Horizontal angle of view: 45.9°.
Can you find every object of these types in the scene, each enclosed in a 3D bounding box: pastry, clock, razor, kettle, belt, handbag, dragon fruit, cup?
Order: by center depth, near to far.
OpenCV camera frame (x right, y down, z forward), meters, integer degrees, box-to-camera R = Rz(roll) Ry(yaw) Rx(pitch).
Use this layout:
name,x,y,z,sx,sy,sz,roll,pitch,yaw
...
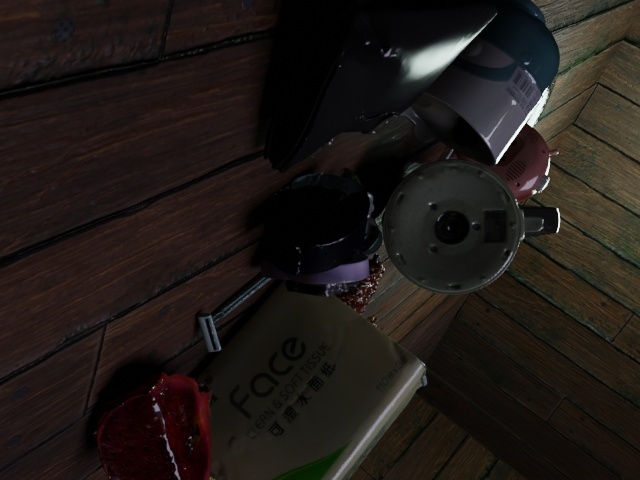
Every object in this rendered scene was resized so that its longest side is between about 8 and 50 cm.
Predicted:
name,x,y,z,sx,sy,sz,roll,pitch,yaw
handbag,0.064,-0.230,1.039,0.342,0.152,0.288,-28,161,-46
belt,-0.006,-0.031,1.206,0.198,0.151,0.078,-38,149,-35
dragon fruit,-0.257,0.309,1.231,0.211,0.134,0.261,-48,131,-63
clock,0.003,0.056,1.293,0.172,0.198,0.064,-7,98,-46
razor,-0.135,0.099,1.319,0.211,0.036,0.084,-45,141,-39
cup,0.295,-0.273,1.373,0.257,0.219,0.290,-53,152,-4
kettle,0.307,-0.041,1.561,0.377,0.361,0.249,-43,127,-84
pastry,0.064,0.120,1.729,0.115,0.097,0.208,-40,159,-53
clock,0.463,-0.203,1.899,0.227,0.241,0.142,-49,158,-10

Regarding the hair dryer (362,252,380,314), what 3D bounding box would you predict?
name,x,y,z,sx,sy,sz,roll,pitch,yaw
hair dryer,0.096,0.112,1.873,0.181,0.064,0.117,-62,160,1

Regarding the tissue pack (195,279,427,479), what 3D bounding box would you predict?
name,x,y,z,sx,sy,sz,roll,pitch,yaw
tissue pack,-0.047,0.309,1.429,0.405,0.332,0.205,-49,163,-17

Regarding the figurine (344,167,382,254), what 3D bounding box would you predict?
name,x,y,z,sx,sy,sz,roll,pitch,yaw
figurine,0.044,-0.035,1.370,0.147,0.126,0.192,-44,146,5

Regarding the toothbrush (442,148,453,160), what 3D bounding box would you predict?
name,x,y,z,sx,sy,sz,roll,pitch,yaw
toothbrush,0.286,-0.162,1.882,0.288,0.024,0.026,-60,175,18

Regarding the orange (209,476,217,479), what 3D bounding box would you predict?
name,x,y,z,sx,sy,sz,roll,pitch,yaw
orange,-0.296,0.543,1.501,0.224,0.170,0.224,-20,130,-26

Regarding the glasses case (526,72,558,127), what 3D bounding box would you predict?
name,x,y,z,sx,sy,sz,roll,pitch,yaw
glasses case,0.562,-0.342,2.128,0.137,0.085,0.354,-38,156,-41

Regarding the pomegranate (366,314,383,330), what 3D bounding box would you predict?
name,x,y,z,sx,sy,sz,roll,pitch,yaw
pomegranate,0.086,0.302,1.955,0.210,0.210,0.235,12,89,-70
